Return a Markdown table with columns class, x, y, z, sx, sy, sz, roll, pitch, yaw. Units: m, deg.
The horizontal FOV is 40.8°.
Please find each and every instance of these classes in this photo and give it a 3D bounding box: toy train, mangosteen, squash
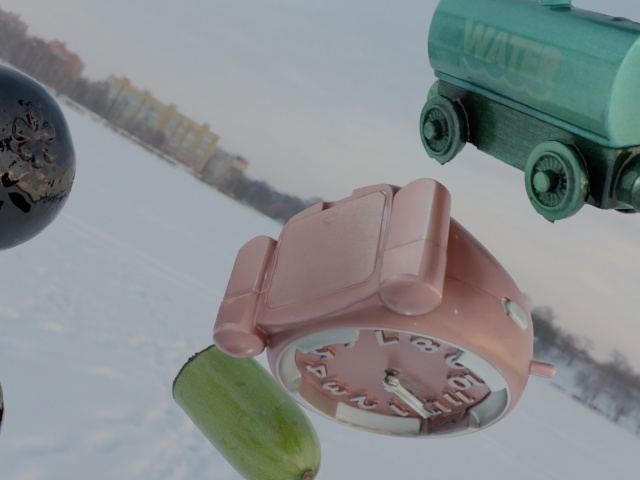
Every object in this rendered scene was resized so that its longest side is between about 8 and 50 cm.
| class | x | y | z | sx | sy | sz | roll | pitch | yaw |
| --- | --- | --- | --- | --- | --- | --- | --- | --- | --- |
| toy train | 0.164 | -0.111 | 0.640 | 0.101 | 0.159 | 0.248 | -11 | 29 | -26 |
| mangosteen | -0.518 | -0.126 | 1.283 | 0.297 | 0.296 | 0.313 | 30 | -14 | -32 |
| squash | -0.092 | 0.262 | 1.211 | 0.247 | 0.132 | 0.132 | 42 | 7 | 33 |

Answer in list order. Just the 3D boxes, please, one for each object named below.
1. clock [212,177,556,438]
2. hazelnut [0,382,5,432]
| class | x | y | z | sx | sy | sz | roll | pitch | yaw |
| --- | --- | --- | --- | --- | --- | --- | --- | --- | --- |
| clock | 0.070 | 0.073 | 0.736 | 0.227 | 0.142 | 0.241 | -19 | -49 | 37 |
| hazelnut | -0.372 | 0.151 | 0.779 | 0.161 | 0.170 | 0.202 | -1 | 6 | -22 |
